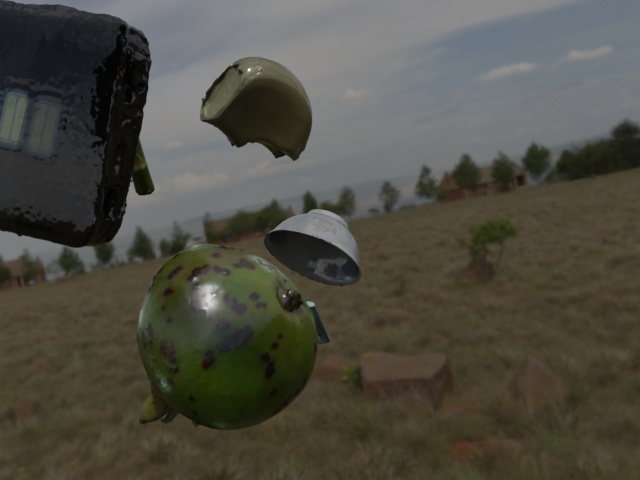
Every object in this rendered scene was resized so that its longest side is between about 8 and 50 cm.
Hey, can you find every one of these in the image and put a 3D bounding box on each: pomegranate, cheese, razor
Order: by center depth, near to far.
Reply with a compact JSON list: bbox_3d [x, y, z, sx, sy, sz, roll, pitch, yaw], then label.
[{"bbox_3d":[-0.122,0.120,0.935,0.263,0.211,0.211,-37,-9,25],"label":"pomegranate"},{"bbox_3d":[-0.103,0.222,1.404,0.278,0.111,0.056,-37,48,-14],"label":"razor"},{"bbox_3d":[-0.100,-0.230,1.510,0.175,0.202,0.091,-46,26,8],"label":"cheese"}]

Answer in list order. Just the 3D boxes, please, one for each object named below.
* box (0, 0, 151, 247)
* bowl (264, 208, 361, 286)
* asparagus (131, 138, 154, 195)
[{"bbox_3d":[-0.436,-0.181,1.275,0.351,0.358,0.091,11,1,23],"label":"box"},{"bbox_3d":[0.000,0.000,1.508,0.189,0.086,0.189,20,-26,10],"label":"bowl"},{"bbox_3d":[-0.371,-0.172,1.657,0.041,0.178,0.045,-9,30,3],"label":"asparagus"}]
